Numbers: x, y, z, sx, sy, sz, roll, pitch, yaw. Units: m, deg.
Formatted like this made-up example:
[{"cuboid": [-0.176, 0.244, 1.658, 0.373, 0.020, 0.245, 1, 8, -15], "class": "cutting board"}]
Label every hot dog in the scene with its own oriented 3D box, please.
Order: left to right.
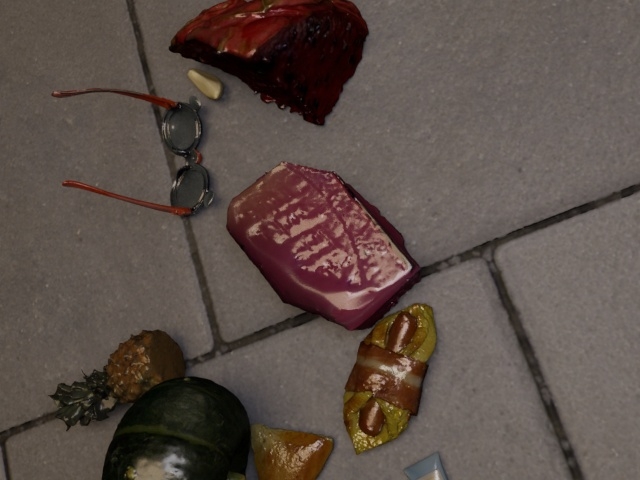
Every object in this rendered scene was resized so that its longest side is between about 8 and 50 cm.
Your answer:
[{"cuboid": [0.104, 0.217, 1.059, 0.123, 0.093, 0.261, 14, 84, 20], "class": "hot dog"}]

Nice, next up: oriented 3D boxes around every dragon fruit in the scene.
[{"cuboid": [-0.118, -0.388, 1.176, 0.329, 0.286, 0.227, 30, 94, 30], "class": "dragon fruit"}]

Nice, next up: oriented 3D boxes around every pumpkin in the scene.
[{"cuboid": [-0.209, 0.360, 1.029, 0.208, 0.300, 0.300, 10, 83, 8], "class": "pumpkin"}]

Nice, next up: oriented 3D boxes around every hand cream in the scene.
[{"cuboid": [0.192, 0.414, 1.017, 0.065, 0.043, 0.170, -32, 69, 11], "class": "hand cream"}]

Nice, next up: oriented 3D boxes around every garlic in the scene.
[{"cuboid": [-0.219, -0.300, 1.292, 0.083, 0.053, 0.041, 38, 109, 8], "class": "garlic"}]

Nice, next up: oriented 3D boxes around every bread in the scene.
[{"cuboid": [-0.062, 0.379, 1.108, 0.154, 0.054, 0.135, 6, 84, 22], "class": "bread"}]

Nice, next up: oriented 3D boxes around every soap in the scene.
[{"cuboid": [0.000, 0.000, 1.122, 0.220, 0.127, 0.324, -41, 69, 5], "class": "soap"}]

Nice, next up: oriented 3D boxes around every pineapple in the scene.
[{"cuboid": [-0.368, 0.254, 1.200, 0.248, 0.128, 0.128, -28, 72, 16], "class": "pineapple"}]

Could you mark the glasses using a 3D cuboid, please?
[{"cuboid": [-0.322, -0.166, 1.195, 0.118, 0.268, 0.234, -18, 75, 34], "class": "glasses"}]
